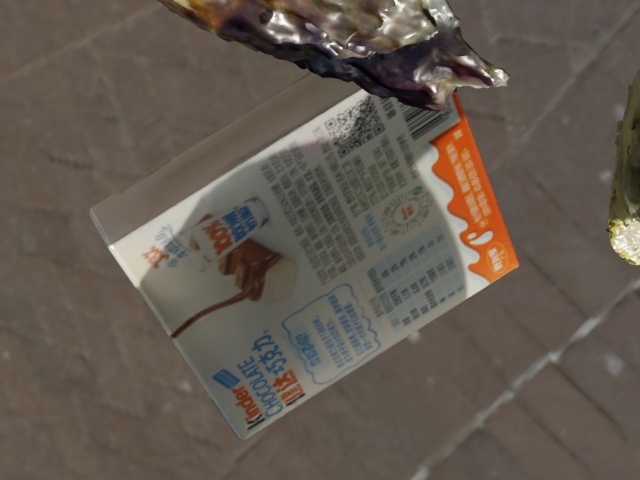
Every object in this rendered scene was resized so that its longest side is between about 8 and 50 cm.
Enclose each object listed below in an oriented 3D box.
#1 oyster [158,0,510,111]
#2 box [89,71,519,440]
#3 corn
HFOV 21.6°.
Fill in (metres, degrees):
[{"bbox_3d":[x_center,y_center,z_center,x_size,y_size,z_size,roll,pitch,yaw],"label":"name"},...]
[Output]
[{"bbox_3d":[-0.025,-0.179,0.991,0.271,0.100,0.275,-23,95,41],"label":"oyster"},{"bbox_3d":[0.000,0.000,1.225,0.048,0.265,0.273,54,173,39],"label":"box"},{"bbox_3d":[0.371,-0.096,1.751,0.122,0.305,0.123,-1,134,21],"label":"corn"}]
